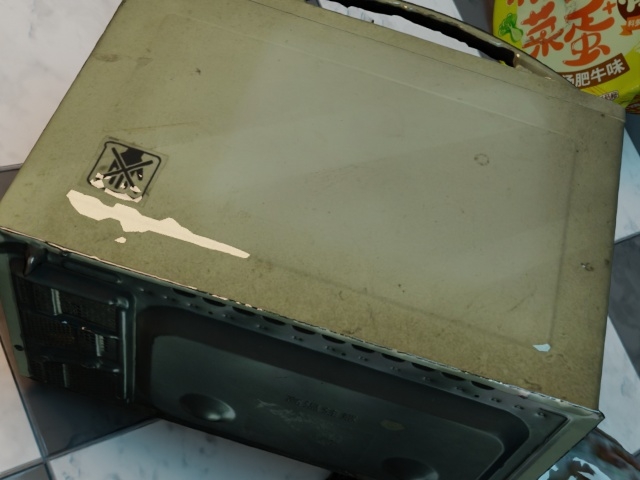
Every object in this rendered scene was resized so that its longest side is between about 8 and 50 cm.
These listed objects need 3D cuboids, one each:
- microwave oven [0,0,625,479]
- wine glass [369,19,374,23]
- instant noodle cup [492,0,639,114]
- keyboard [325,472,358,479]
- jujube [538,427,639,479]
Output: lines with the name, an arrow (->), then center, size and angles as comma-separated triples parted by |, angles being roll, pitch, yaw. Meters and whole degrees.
microwave oven -> 0.000, 0.000, 0.703 | 0.394, 0.247, 0.333 | 18, 56, 1
wine glass -> -0.069, -0.191, 0.895 | 0.232, 0.156, 0.156 | 19, 58, -21
instant noodle cup -> 0.424, -0.303, 1.215 | 0.221, 0.311, 0.311 | 9, 63, -42
keyboard -> 0.087, 0.203, 0.879 | 0.072, 0.023, 0.231 | 54, 49, -4
jujube -> 0.226, 0.299, 0.801 | 0.308, 0.215, 0.246 | 39, 48, -19
